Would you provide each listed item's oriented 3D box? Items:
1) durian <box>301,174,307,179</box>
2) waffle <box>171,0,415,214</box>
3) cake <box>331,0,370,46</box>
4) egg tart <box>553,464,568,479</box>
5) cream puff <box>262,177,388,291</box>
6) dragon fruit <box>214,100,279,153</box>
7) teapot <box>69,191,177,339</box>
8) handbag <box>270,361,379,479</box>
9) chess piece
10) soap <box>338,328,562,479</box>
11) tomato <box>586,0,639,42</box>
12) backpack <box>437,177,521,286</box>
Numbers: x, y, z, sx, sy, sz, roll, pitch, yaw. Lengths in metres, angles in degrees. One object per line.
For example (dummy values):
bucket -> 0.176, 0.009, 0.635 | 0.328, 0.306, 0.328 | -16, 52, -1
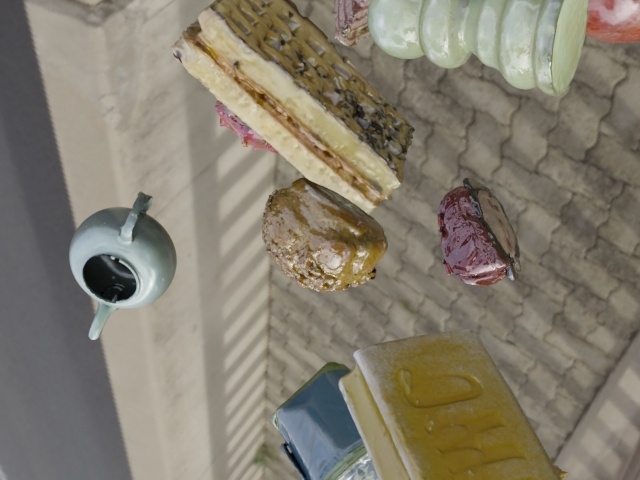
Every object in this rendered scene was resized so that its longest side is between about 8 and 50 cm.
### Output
durian -> 0.042, -0.145, 1.585 | 0.168, 0.137, 0.158 | -1, 139, 12
waffle -> -0.027, -0.221, 1.293 | 0.376, 0.261, 0.114 | 42, 115, -13
cake -> 0.062, -0.434, 1.587 | 0.135, 0.287, 0.098 | 40, 115, -6
egg tart -> 0.210, 0.367, 1.181 | 0.107, 0.290, 0.291 | 55, 153, 21
cream puff -> 0.000, 0.000, 1.040 | 0.165, 0.115, 0.150 | 30, -168, -16
dragon fruit -> -0.091, -0.250, 1.780 | 0.274, 0.126, 0.161 | -18, 109, 21
teapot -> -0.357, 0.037, 1.557 | 0.193, 0.129, 0.294 | 23, 124, -5
handbag -> 0.063, 0.399, 1.650 | 0.263, 0.222, 0.241 | 51, -179, -39
chess piece -> 0.174, -0.261, 1.031 | 0.251, 0.144, 0.144 | 15, 140, 26
soap -> 0.123, 0.195, 0.761 | 0.073, 0.140, 0.232 | 110, 144, -46
tomato -> 0.450, -0.434, 1.291 | 0.265, 0.265, 0.265 | 27, 145, 21
backpack -> 0.312, -0.006, 1.725 | 0.139, 0.229, 0.229 | -26, 114, 20
